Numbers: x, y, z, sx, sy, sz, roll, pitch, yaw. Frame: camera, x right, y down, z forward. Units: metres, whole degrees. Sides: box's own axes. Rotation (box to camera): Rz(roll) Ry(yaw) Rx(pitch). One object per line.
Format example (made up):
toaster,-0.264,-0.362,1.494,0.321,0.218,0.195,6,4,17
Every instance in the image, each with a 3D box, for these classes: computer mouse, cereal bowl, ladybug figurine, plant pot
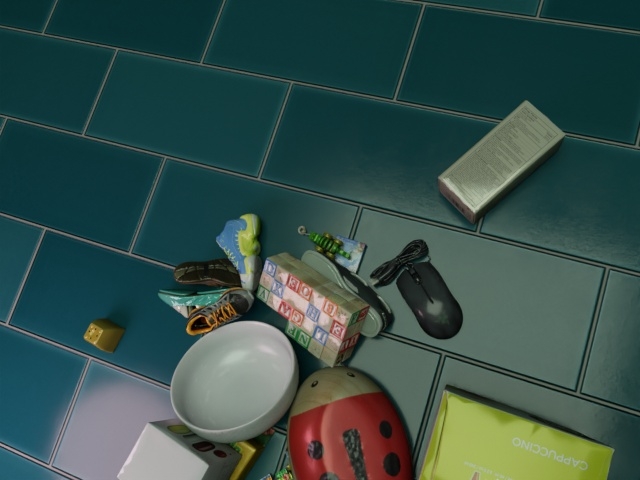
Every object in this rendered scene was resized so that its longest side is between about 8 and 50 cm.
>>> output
computer mouse,0.270,0.140,1.494,0.188,0.072,0.272,-36,72,2
cereal bowl,-0.211,0.384,1.482,0.339,0.141,0.339,-11,40,10
ladybug figurine,0.079,0.524,1.371,0.305,0.162,0.449,-16,72,-10
plant pot,-0.653,0.281,1.676,0.081,0.083,0.081,25,84,17

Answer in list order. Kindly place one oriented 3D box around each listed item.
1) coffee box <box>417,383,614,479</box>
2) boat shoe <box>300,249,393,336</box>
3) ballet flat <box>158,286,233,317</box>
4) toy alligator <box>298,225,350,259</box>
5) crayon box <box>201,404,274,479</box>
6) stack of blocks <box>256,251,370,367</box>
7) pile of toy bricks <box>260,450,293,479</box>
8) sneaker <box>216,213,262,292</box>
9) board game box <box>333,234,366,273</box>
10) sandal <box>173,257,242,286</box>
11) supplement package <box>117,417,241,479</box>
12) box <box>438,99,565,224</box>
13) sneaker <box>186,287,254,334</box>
coffee box,0.390,0.537,1.233,0.338,0.334,0.338,16,81,16
boat shoe,0.069,0.137,1.537,0.302,0.091,0.114,49,126,17
ballet flat,-0.362,0.183,1.634,0.247,0.083,0.087,-2,91,15
toy alligator,0.000,0.000,1.587,0.190,0.051,0.056,30,87,27
crayon box,-0.296,0.590,1.519,0.202,0.081,0.318,32,85,19
stack of blocks,-0.032,0.179,1.508,0.297,0.087,0.171,32,118,28
pile of toy bricks,-0.082,0.610,1.449,0.212,0.105,0.118,-33,72,4
sneaker,-0.237,0.039,1.629,0.126,0.091,0.240,-4,64,9
board game box,0.074,0.040,1.592,0.090,0.020,0.090,17,82,17
sandal,-0.314,0.105,1.642,0.219,0.060,0.090,-3,59,-7
supplement package,-0.340,0.554,1.388,0.194,0.203,0.149,27,85,18
box,0.477,-0.205,1.500,0.311,0.121,0.148,-40,71,2
sneaker,-0.277,0.203,1.546,0.215,0.083,0.084,-29,102,13
